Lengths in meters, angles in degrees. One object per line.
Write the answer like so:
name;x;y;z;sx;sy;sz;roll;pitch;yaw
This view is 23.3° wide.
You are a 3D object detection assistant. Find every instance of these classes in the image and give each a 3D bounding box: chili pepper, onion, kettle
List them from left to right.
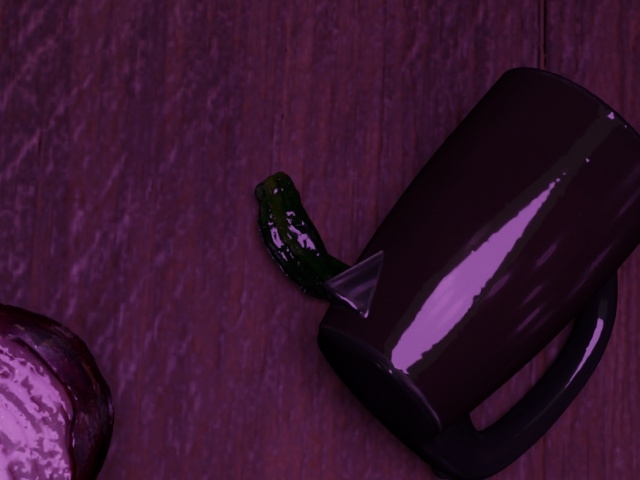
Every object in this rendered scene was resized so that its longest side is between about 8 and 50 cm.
onion;-0.239;0.104;0.929;0.218;0.140;0.195;43;94;-1
chili pepper;-0.003;0.006;1.052;0.118;0.035;0.055;40;73;0
kettle;0.112;0.032;1.024;0.232;0.144;0.202;-47;124;-14
